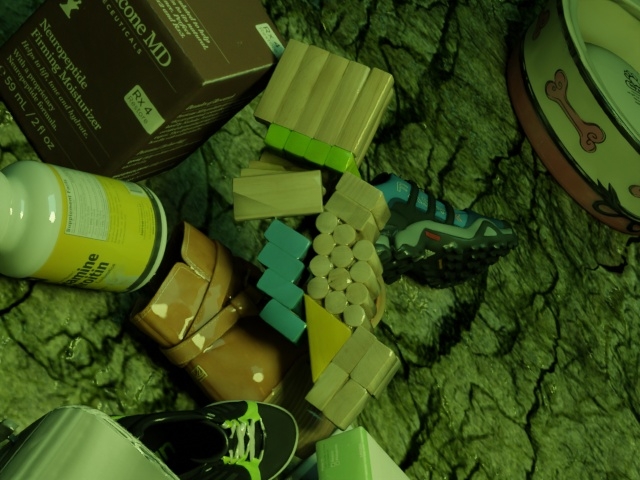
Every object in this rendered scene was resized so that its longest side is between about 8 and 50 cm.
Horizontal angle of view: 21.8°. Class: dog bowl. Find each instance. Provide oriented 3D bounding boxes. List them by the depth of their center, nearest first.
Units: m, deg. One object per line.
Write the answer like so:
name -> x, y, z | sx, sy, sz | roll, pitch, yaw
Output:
dog bowl -> 0.433, -0.185, 2.377 | 0.408, 0.150, 0.408 | 31, 39, -28

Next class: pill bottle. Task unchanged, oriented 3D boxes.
pill bottle -> -0.232, -0.014, 1.448 | 0.184, 0.103, 0.103 | 11, 51, -45

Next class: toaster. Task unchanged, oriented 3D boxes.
toaster -> -0.174, 0.234, 1.265 | 0.227, 0.129, 0.146 | 44, 32, -14

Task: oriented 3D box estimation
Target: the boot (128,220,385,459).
boot -> -0.062, 0.057, 1.608 | 0.220, 0.109, 0.283 | 39, 43, -14

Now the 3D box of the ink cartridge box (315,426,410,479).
ink cartridge box -> 0.079, 0.300, 1.530 | 0.235, 0.056, 0.171 | 50, 24, -43

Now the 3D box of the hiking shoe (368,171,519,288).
hiking shoe -> 0.113, -0.024, 1.867 | 0.304, 0.113, 0.132 | 2, 59, -50

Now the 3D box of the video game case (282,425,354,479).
video game case -> 0.033, 0.286, 1.561 | 0.183, 0.023, 0.201 | 52, 33, 0

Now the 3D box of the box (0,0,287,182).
box -> -0.171, -0.170, 1.579 | 0.168, 0.203, 0.167 | 55, 33, 7

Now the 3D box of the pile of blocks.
pile of blocks -> 0.000, 0.000, 1.550 | 0.112, 0.149, 0.362 | 60, 29, -74

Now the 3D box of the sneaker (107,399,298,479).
sneaker -> -0.097, 0.182, 1.407 | 0.235, 0.097, 0.084 | -2, 86, -41
